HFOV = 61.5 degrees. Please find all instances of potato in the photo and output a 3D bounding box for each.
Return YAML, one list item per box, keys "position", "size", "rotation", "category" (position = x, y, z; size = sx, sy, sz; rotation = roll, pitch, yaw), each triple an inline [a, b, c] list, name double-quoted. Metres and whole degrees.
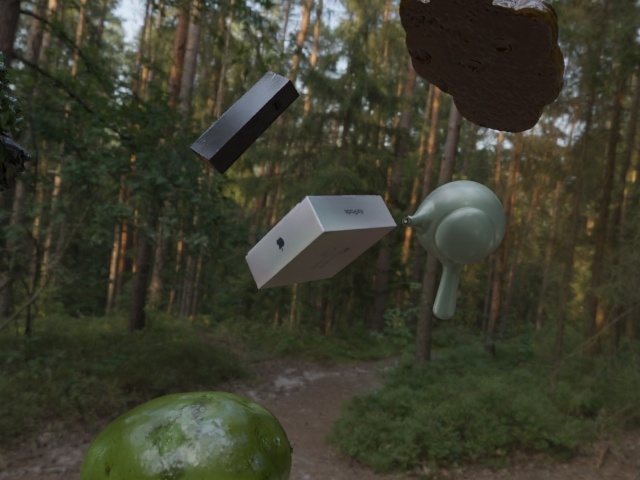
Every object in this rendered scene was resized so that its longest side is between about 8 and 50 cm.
- position: [-0.193, 0.320, 0.772]
  size: [0.304, 0.216, 0.216]
  rotation: [0, 1, 19]
  category: "potato"

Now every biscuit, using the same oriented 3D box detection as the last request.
- position: [0.200, -0.238, 0.674]
  size: [0.208, 0.041, 0.290]
  rotation: [23, -15, 36]
  category: "biscuit"

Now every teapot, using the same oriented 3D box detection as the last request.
- position: [0.337, 0.019, 1.271]
  size: [0.219, 0.318, 0.149]
  rotation: [-15, 27, 17]
  category: "teapot"

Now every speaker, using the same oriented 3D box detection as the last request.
- position: [-0.144, -0.227, 1.022]
  size: [0.082, 0.218, 0.044]
  rotation: [33, -14, 40]
  category: "speaker"

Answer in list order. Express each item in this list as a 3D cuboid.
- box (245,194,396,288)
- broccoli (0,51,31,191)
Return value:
- position: [0.000, 0.000, 0.644]
  size: [0.130, 0.051, 0.129]
  rotation: [-6, -26, -47]
  category: "box"
- position: [-0.446, -0.133, 0.520]
  size: [0.338, 0.277, 0.317]
  rotation: [-21, 11, 13]
  category: "broccoli"
